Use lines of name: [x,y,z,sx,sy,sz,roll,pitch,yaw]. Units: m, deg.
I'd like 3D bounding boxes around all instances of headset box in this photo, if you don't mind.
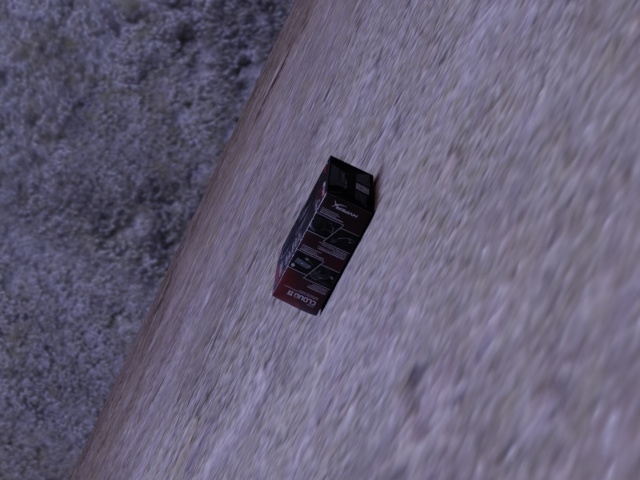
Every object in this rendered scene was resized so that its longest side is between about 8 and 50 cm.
headset box: [0.000,0.000,1.022,0.083,0.032,0.062,-61,9,23]
